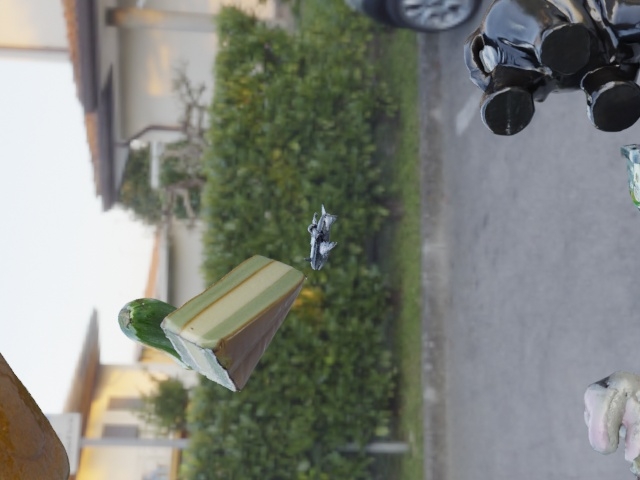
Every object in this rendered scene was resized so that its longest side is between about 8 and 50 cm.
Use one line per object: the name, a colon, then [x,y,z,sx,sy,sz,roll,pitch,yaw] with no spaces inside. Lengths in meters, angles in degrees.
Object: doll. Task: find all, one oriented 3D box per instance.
doll: [0.383,0.215,0.968,0.095,0.192,0.149,-66,-19,5]

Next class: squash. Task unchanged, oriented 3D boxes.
squash: [-0.224,0.142,1.319,0.219,0.068,0.077,45,-137,-50]

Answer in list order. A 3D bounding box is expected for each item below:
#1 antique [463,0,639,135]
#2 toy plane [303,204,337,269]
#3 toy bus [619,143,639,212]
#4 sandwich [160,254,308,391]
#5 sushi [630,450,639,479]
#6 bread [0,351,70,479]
antique: [0.359,-0.276,1.194,0.255,0.322,0.185,-85,-12,-57]
toy plane: [0.000,0.000,1.096,0.078,0.031,0.083,-122,44,-57]
toy bus: [0.539,-0.077,1.116,0.133,0.276,0.165,-35,-65,-75]
sandwich: [-0.089,0.067,0.958,0.163,0.079,0.113,-58,-23,-22]
sushi: [0.320,0.208,0.701,0.078,0.090,0.150,60,172,-18]
bread: [-0.375,0.208,0.935,0.246,0.121,0.174,63,-178,-10]
